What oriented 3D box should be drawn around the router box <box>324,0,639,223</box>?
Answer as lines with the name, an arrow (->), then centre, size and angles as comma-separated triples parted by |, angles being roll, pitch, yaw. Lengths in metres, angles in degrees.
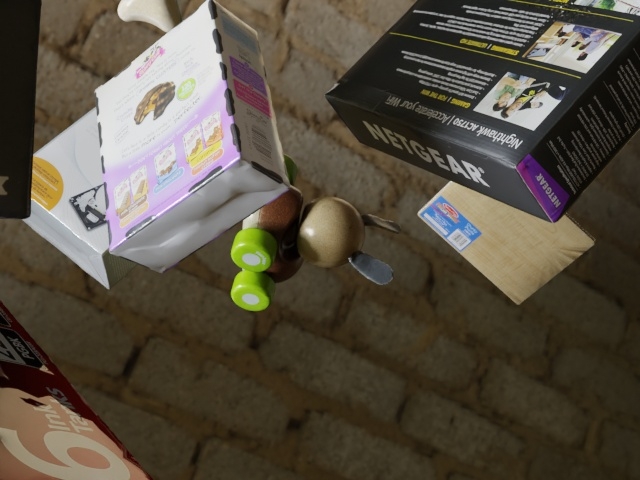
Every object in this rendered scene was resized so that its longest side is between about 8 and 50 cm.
router box -> 0.099, -0.093, 0.542 | 0.046, 0.133, 0.179 | 49, 171, -33

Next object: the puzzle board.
puzzle board -> 0.164, -0.013, 0.900 | 0.128, 0.011, 0.096 | 41, 122, -6

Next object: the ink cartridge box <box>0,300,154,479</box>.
ink cartridge box -> -0.265, 0.073, 0.446 | 0.272, 0.130, 0.309 | 18, -167, -48

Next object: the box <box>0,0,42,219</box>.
box -> -0.215, -0.066, 0.411 | 0.156, 0.093, 0.158 | 1, -169, -35

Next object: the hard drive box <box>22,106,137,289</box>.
hard drive box -> -0.261, -0.079, 1.328 | 0.181, 0.232, 0.089 | 35, 151, 18

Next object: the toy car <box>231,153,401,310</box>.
toy car -> 0.000, 0.000, 1.218 | 0.188, 0.155, 0.149 | 10, 140, 3

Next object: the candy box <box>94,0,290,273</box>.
candy box -> -0.124, -0.097, 0.932 | 0.165, 0.196, 0.070 | -32, 142, 27

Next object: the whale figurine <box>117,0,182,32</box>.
whale figurine -> -0.233, -0.463, 1.553 | 0.216, 0.272, 0.141 | 15, -162, 9
